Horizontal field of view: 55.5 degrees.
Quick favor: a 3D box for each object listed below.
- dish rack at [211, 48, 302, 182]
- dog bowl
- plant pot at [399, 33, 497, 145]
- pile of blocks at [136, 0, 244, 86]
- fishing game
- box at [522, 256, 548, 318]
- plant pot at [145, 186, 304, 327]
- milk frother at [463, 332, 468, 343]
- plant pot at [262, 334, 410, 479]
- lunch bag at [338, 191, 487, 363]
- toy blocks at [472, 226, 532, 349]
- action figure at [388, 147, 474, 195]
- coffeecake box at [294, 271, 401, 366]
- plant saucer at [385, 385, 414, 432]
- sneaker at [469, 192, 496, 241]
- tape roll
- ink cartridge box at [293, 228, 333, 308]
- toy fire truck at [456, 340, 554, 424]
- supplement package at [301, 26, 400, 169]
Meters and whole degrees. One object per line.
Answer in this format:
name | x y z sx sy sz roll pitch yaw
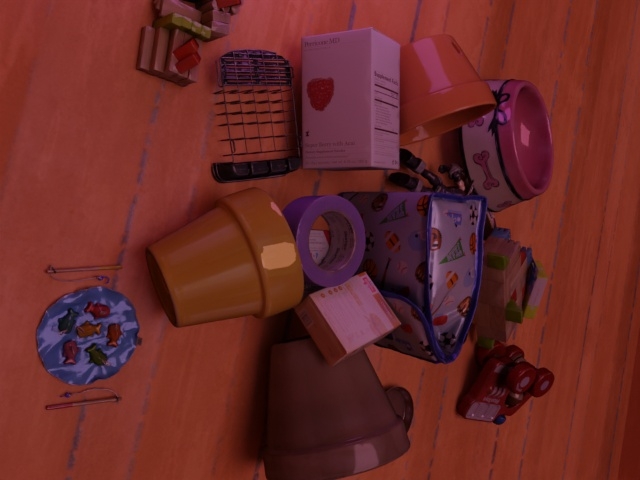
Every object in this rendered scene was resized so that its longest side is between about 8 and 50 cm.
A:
dish rack | -0.138 -0.266 1.302 0.208 0.074 0.271 -12 100 -42
dog bowl | 0.571 -0.295 1.825 0.408 0.150 0.407 9 78 -50
plant pot | 0.270 -0.381 1.539 0.291 0.291 0.203 -17 87 -40
pile of blocks | -0.222 -0.463 1.182 0.149 0.113 0.362 41 66 -36
fishing game | -0.414 0.176 1.109 0.189 0.041 0.264 4 91 -39
box | 0.675 0.147 1.942 0.109 0.042 0.178 -81 179 -61
plant pot | -0.193 0.050 1.173 0.239 0.254 0.254 -21 107 -24
milk frother | 0.332 0.258 1.748 0.135 0.129 0.143 7 122 -8
plant pot | 0.012 0.348 1.351 0.323 0.323 0.280 -5 81 -41
lunch bag | 0.196 0.077 1.451 0.239 0.328 0.385 0 95 -37
toy blocks | 0.565 0.115 1.874 0.261 0.191 0.381 -48 137 -38
action figure | 0.315 -0.145 1.684 0.285 0.099 0.185 29 82 -34
coffeecake box | 0.060 0.162 1.289 0.185 0.068 0.142 -18 68 -45
plant saucer | 0.193 0.483 1.679 0.168 0.029 0.168 -4 96 -42
sneaker | 0.525 -0.086 1.905 0.084 0.070 0.185 -35 117 -34
tape roll | 0.000 0.000 1.266 0.189 0.080 0.188 -2 93 -41
ink cartridge box | -0.039 0.062 1.373 0.128 0.127 0.176 1 93 -42
toy fire truck | 0.590 0.477 1.966 0.302 0.169 0.253 21 103 -40
supplement package | 0.070 -0.307 1.382 0.175 0.178 0.292 -8 99 -62
